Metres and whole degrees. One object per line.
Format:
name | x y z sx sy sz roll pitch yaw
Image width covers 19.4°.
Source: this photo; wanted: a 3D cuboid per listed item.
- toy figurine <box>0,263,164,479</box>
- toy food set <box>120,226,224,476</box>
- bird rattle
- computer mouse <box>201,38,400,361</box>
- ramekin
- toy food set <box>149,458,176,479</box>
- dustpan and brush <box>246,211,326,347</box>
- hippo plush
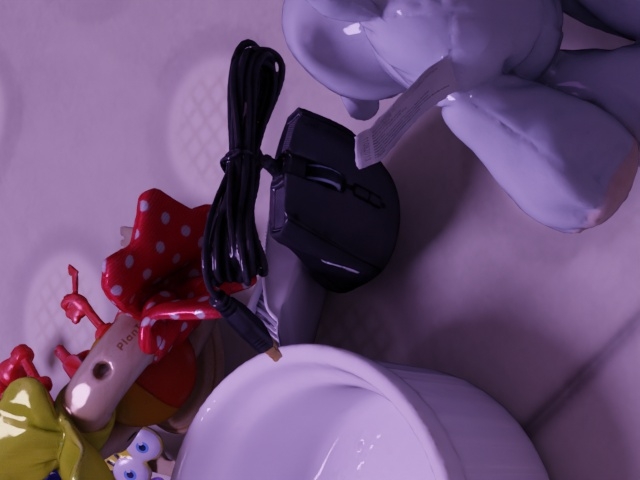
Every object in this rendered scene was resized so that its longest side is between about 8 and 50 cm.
toy figurine | -0.309 0.199 1.512 0.191 0.217 0.362 57 131 29
toy food set | -0.112 0.089 1.476 0.132 0.038 0.192 9 99 47
bird rattle | -0.139 0.082 1.332 0.143 0.207 0.253 28 93 9
computer mouse | 0.000 0.000 1.237 0.060 0.262 0.184 0 67 21
ramekin | 0.031 0.210 1.268 0.277 0.135 0.277 -6 82 44
toy food set | -0.118 0.229 1.464 0.078 0.019 0.122 43 135 20
dustpan and brush | -0.023 0.002 1.373 0.060 0.147 0.211 12 61 11
hippo plush | 0.085 -0.119 1.196 0.236 0.294 0.234 5 121 63
